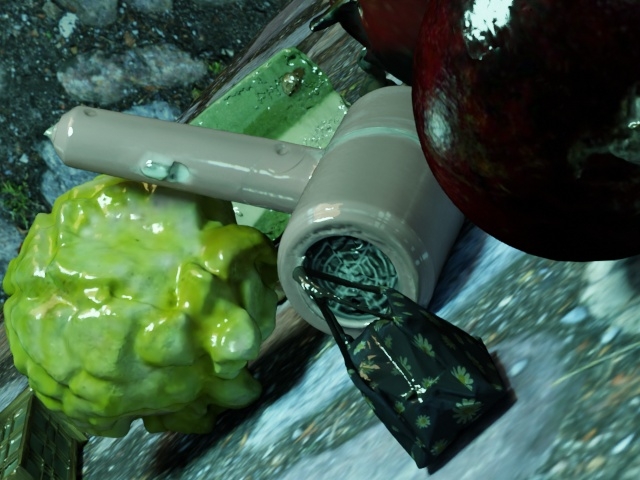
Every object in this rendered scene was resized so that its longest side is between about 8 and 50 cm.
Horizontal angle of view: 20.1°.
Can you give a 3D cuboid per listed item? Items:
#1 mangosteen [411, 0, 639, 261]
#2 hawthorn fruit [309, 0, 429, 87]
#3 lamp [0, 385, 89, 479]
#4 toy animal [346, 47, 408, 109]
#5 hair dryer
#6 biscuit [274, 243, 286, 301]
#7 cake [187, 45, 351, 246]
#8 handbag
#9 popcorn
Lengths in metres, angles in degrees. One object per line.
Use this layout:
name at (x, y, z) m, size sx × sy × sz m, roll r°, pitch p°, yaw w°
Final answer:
mangosteen at (0.178, -0.074, 1.009) m, size 0.235 × 0.235 × 0.261 m, roll -41°, pitch 54°, yaw 14°
hawthorn fruit at (0.147, -0.260, 1.570) m, size 0.316 × 0.316 × 0.316 m, roll -42°, pitch 11°, yaw 10°
lamp at (-0.286, 0.231, 1.752) m, size 0.089 × 0.090 × 0.325 m, roll -43°, pitch 12°, yaw 2°
toy animal at (0.031, -0.123, 1.943) m, size 0.232 × 0.084 × 0.148 m, roll -45°, pitch -4°, yaw 10°
hair dryer at (-0.062, -0.041, 1.432) m, size 0.210 × 0.352 × 0.125 m, roll -63°, pitch -20°, yaw -56°
biscuit at (-0.001, -0.001, 1.750) m, size 0.224 × 0.033 × 0.144 m, roll -32°, pitch 16°, yaw 44°
cake at (-0.083, -0.057, 1.801) m, size 0.172 × 0.158 × 0.283 m, roll -42°, pitch 2°, yaw -29°
handbag at (0.035, 0.063, 1.106) m, size 0.072 × 0.139 × 0.115 m, roll -50°, pitch 11°, yaw 10°
popcorn at (-0.144, 0.063, 1.530) m, size 0.259 × 0.259 × 0.212 m, roll -51°, pitch -24°, yaw -32°
